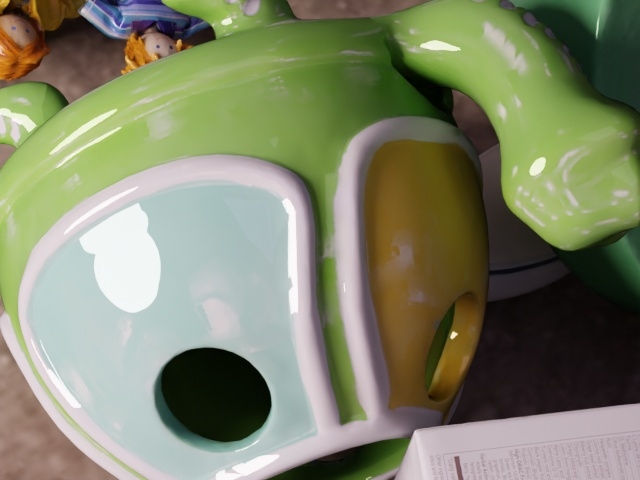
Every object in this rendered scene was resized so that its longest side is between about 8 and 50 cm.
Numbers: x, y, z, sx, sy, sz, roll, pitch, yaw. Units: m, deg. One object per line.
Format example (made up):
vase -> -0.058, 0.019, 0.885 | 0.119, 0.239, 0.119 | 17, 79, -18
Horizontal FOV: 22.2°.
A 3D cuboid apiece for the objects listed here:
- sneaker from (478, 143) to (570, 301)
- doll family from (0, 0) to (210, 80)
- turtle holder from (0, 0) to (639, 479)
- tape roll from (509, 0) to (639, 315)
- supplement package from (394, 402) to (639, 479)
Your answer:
sneaker -> 0.156, -0.057, 0.957 | 0.258, 0.091, 0.094 | -32, 57, -22
doll family -> -0.137, -0.162, 0.984 | 0.262, 0.118, 0.163 | 0, 58, -26
turtle holder -> -0.005, 0.009, 0.828 | 0.320, 0.243, 0.227 | -17, 68, -4
tape roll -> 0.247, -0.103, 0.897 | 0.321, 0.077, 0.321 | -9, 106, -32
supplement package -> 0.166, 0.158, 0.777 | 0.244, 0.134, 0.139 | -5, 67, -7
